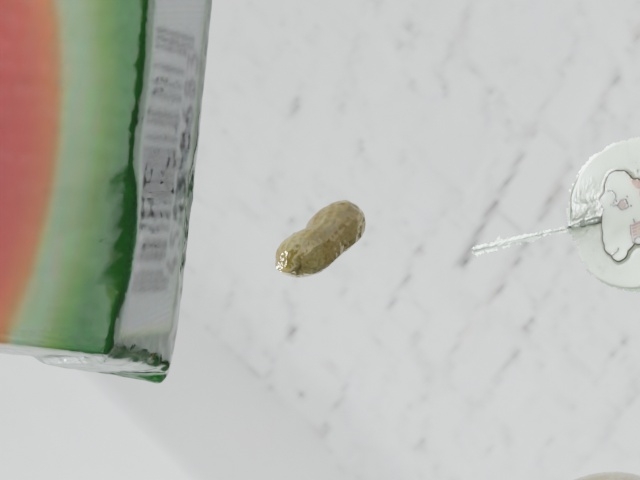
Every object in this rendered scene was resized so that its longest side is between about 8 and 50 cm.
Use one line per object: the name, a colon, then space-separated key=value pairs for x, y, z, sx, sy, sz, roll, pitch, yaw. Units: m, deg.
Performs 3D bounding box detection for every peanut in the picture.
peanut: x=0.000 y=0.000 z=1.748 sx=0.113 sy=0.054 sz=0.054 roll=-37 pitch=-18 yaw=-31

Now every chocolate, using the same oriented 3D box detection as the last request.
chocolate: x=-0.272 y=-0.079 z=1.374 sx=0.161 sy=0.341 sz=0.360 roll=-14 pitch=-70 yaw=-83

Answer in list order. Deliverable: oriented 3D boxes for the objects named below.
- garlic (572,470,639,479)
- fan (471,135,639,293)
garlic: x=0.402 y=0.374 z=2.117 sx=0.249 sy=0.286 sz=0.313 roll=-67 pitch=-32 yaw=-29
fan: x=0.325 y=-0.019 z=2.185 sx=0.329 sy=0.190 sz=0.009 roll=-12 pitch=-11 yaw=34
